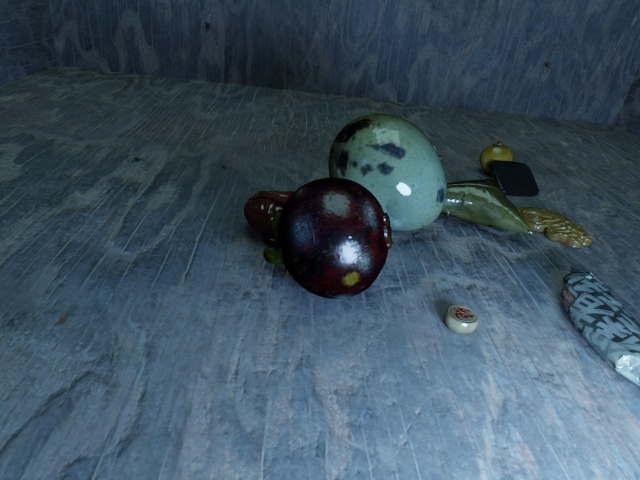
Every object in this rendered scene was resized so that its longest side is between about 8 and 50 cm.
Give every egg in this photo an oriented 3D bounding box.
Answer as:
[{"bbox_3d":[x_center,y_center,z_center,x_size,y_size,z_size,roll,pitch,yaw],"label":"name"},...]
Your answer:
[{"bbox_3d":[0.224,-0.219,1.604,0.428,0.345,0.345,41,38,12],"label":"egg"}]

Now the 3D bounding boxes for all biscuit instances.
[{"bbox_3d":[0.848,-0.058,1.783,0.202,0.044,0.288,-5,29,-23],"label":"biscuit"}]

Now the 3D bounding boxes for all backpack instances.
[{"bbox_3d":[-0.129,-0.088,1.500,0.229,0.138,0.229,3,32,-2],"label":"backpack"}]

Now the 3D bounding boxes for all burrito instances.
[{"bbox_3d":[0.704,0.193,1.220,0.139,0.101,0.445,0,30,-2],"label":"burrito"}]

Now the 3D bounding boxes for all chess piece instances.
[{"bbox_3d":[0.345,0.194,1.198,0.084,0.038,0.083,6,26,-3],"label":"chess piece"}]

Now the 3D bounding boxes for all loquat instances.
[{"bbox_3d":[0.813,-0.377,2.254,0.163,0.163,0.137,12,-1,9],"label":"loquat"}]

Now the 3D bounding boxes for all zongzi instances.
[{"bbox_3d":[0.548,-0.102,1.699,0.274,0.145,0.300,-4,36,-12],"label":"zongzi"}]

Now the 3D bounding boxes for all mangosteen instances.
[{"bbox_3d":[0.000,0.000,1.226,0.360,0.306,0.306,-10,26,11],"label":"mangosteen"}]

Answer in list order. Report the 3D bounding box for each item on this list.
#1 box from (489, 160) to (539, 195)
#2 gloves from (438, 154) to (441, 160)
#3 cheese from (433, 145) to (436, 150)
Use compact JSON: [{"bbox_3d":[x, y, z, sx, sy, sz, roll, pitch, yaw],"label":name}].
[{"bbox_3d":[0.843,-0.270,2.126,0.201,0.042,0.212,4,50,-12],"label":"box"},{"bbox_3d":[0.410,-0.365,2.176,0.286,0.119,0.142,20,16,-5],"label":"gloves"},{"bbox_3d":[0.335,-0.346,1.980,0.266,0.233,0.127,17,61,14],"label":"cheese"}]
